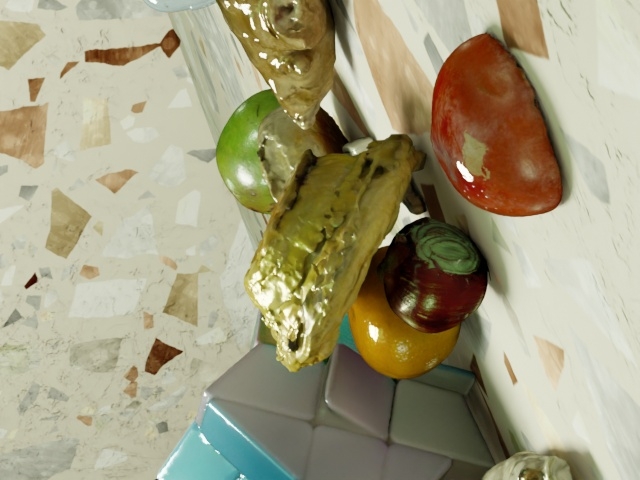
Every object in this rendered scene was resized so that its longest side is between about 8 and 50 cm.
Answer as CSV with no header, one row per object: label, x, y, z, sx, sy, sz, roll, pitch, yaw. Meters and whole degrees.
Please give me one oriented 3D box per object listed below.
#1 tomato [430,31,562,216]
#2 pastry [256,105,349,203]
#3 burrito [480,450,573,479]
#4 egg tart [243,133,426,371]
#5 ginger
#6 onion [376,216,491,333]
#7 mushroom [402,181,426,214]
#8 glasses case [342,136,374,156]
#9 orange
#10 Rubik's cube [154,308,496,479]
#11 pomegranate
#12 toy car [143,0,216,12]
tomato,0.124,-0.080,1.078,0.155,0.069,0.155,158,90,-83
pastry,-0.004,-0.091,1.772,0.192,0.093,0.182,30,-145,-60
burrito,0.210,0.288,1.494,0.392,0.076,0.117,94,-167,-78
egg tart,0.000,0.000,1.461,0.123,0.294,0.294,27,172,-1
ginger,-0.042,-0.257,1.575,0.270,0.123,0.219,59,180,-21
onion,0.110,0.039,1.392,0.117,0.119,0.118,-85,-21,-56
mushroom,0.091,-0.069,1.569,0.049,0.019,0.101,80,165,-59
glasses case,0.047,-0.114,1.702,0.083,0.032,0.021,-160,48,-81
orange,0.097,0.080,1.594,0.156,0.124,0.156,175,90,-77
Rubik's cube,0.007,0.259,1.768,0.387,0.368,0.358,43,145,14
pomegranate,-0.059,-0.100,2.052,0.241,0.159,0.190,61,173,6
toy car,-0.202,-0.454,1.948,0.212,0.181,0.270,-82,-30,-83
